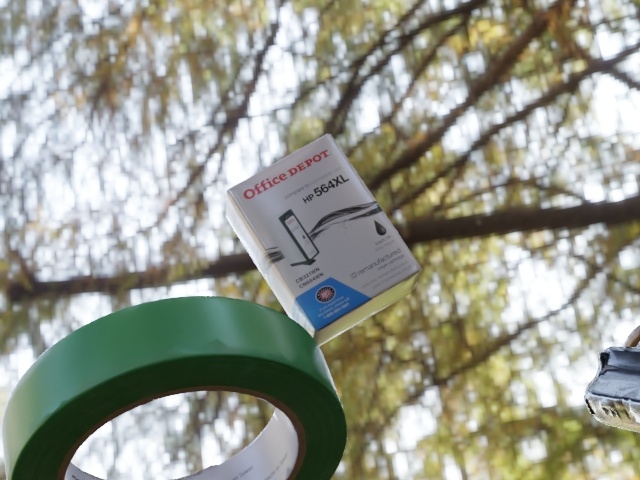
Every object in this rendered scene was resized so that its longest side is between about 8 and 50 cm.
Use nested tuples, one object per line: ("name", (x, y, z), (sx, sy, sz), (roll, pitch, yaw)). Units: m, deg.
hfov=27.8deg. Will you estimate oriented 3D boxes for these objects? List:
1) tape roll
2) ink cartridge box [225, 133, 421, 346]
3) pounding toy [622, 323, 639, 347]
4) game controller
("tape roll", (-0.138, 0.191, 1.234), (0.321, 0.077, 0.321), (-12, -44, -11))
("ink cartridge box", (0.000, 0.000, 1.512), (0.148, 0.203, 0.086), (-30, -16, -13))
("pounding toy", (0.518, 0.184, 1.757), (0.154, 0.155, 0.269), (-26, -41, 5))
("game controller", (0.322, 0.096, 1.033), (0.166, 0.067, 0.319), (-29, 2, -9))
